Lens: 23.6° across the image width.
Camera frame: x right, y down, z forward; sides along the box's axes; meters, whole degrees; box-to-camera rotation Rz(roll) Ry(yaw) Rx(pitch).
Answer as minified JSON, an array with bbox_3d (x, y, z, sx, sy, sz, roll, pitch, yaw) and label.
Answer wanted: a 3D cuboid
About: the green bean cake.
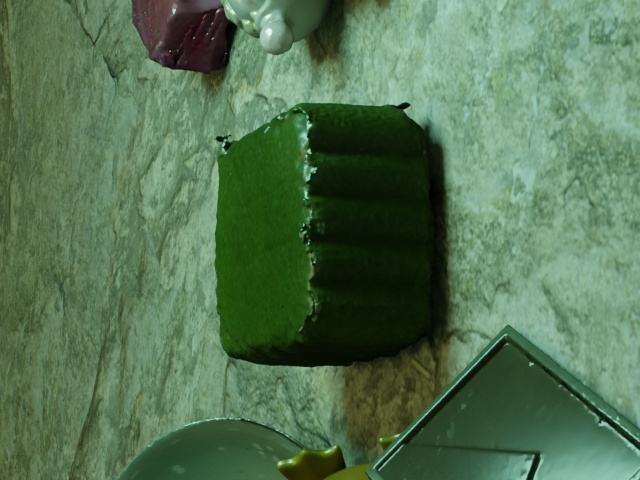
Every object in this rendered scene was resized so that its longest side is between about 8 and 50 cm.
[{"bbox_3d":[0.000,0.000,1.537,0.250,0.156,0.247,156,114,-63],"label":"green bean cake"}]

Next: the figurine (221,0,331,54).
[{"bbox_3d":[-0.027,-0.304,1.690,0.256,0.144,0.182,-19,90,62],"label":"figurine"}]

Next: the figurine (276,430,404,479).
[{"bbox_3d":[0.055,0.298,1.370,0.228,0.215,0.215,-83,9,-62],"label":"figurine"}]

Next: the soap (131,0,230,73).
[{"bbox_3d":[-0.185,-0.357,2.069,0.182,0.112,0.289,134,133,-59],"label":"soap"}]

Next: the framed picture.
[{"bbox_3d":[0.149,0.180,1.222,0.184,0.016,0.250,-46,29,-3],"label":"framed picture"}]

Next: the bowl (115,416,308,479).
[{"bbox_3d":[-0.078,0.351,1.631,0.313,0.146,0.313,-5,77,22],"label":"bowl"}]
